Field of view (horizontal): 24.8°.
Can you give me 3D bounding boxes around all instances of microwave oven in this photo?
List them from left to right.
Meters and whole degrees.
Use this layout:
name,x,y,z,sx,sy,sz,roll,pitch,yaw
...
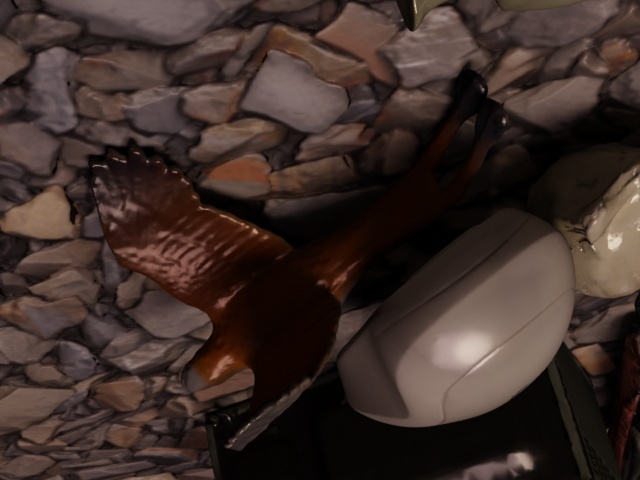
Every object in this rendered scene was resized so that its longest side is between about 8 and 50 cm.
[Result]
name,x,y,z,sx,sy,sz,roll,pitch,yaw
microwave oven,0.107,0.252,1.435,0.355,0.218,0.286,-20,150,13

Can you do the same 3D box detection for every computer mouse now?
name,x,y,z,sx,sy,sz,roll,pitch,yaw
computer mouse,0.115,0.074,1.142,0.184,0.121,0.297,-40,172,-18

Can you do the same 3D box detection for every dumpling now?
name,x,y,z,sx,sy,sz,roll,pitch,yaw
dumpling,0.233,-0.021,1.136,0.136,0.118,0.199,-33,170,1

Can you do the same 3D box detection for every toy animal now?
name,x,y,z,sx,sy,sz,roll,pitch,yaw
toy animal,-0.002,0.008,1.125,0.284,0.225,0.302,-31,164,-8

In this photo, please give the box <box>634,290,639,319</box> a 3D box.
name,x,y,z,sx,sy,sz,roll,pitch,yaw
box,0.388,0.060,1.326,0.172,0.124,0.093,-6,139,-13

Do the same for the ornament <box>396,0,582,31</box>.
name,x,y,z,sx,sy,sz,roll,pitch,yaw
ornament,0.123,-0.170,0.871,0.156,0.075,0.081,-13,132,-3

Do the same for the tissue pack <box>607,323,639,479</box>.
name,x,y,z,sx,sy,sz,roll,pitch,yaw
tissue pack,0.424,0.174,1.520,0.245,0.123,0.332,-14,150,-3
